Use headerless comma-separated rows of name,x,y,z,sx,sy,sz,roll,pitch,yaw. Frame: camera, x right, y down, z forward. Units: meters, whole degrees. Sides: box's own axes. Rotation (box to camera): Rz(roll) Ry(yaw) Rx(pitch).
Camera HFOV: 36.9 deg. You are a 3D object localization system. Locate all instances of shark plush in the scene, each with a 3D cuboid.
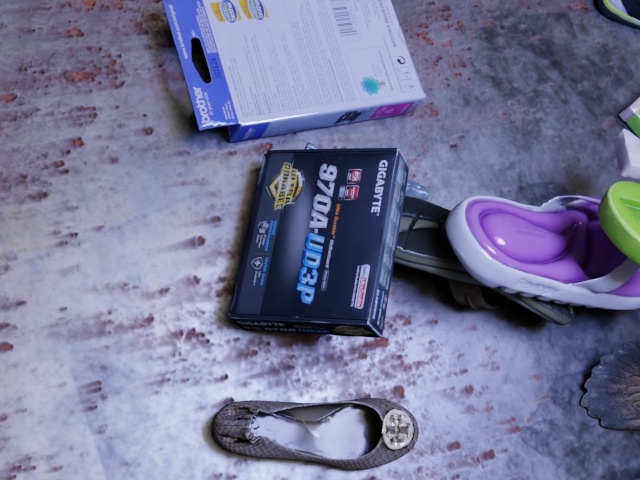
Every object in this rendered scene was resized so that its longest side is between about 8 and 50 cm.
shark plush,0.059,-0.088,1.207,0.161,0.067,0.073,38,65,-4

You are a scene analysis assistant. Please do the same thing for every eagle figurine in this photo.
eagle figurine,0.517,0.230,1.196,0.298,0.226,0.225,1,90,-23

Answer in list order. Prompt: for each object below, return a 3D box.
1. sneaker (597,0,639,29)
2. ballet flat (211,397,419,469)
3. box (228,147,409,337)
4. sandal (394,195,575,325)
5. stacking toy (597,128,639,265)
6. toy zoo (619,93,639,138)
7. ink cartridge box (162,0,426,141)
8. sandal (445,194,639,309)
sneaker,0.531,-0.359,1.444,0.234,0.097,0.084,5,71,-18
ballet flat,0.001,0.215,1.091,0.249,0.058,0.084,7,71,-17
box,0.000,0.000,1.114,0.175,0.051,0.220,2,66,23
sandal,0.185,0.030,1.203,0.302,0.086,0.120,20,44,-13
stacking toy,0.441,0.025,1.179,0.279,0.130,0.309,30,37,-1
toy zoo,0.600,-0.133,1.430,0.192,0.030,0.293,-40,88,-26
ink cartridge box,-0.036,-0.233,1.226,0.311,0.065,0.186,-12,77,-24
sandal,0.336,0.000,1.192,0.416,0.102,0.169,-3,57,-39
